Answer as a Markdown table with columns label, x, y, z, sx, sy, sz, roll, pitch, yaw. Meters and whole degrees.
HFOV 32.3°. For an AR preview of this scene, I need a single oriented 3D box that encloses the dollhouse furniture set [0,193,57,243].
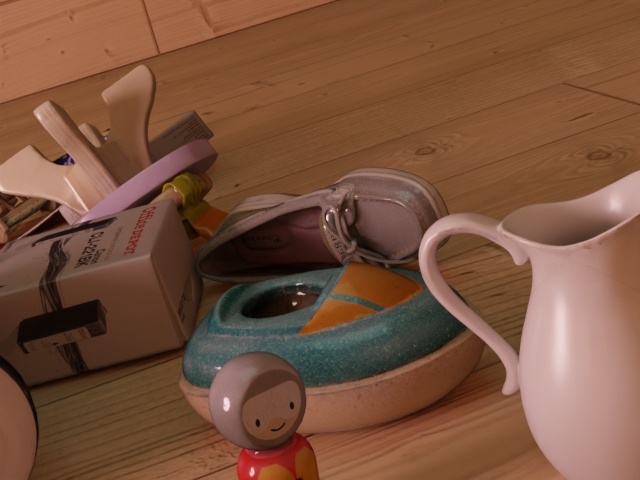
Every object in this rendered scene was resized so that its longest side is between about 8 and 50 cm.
| label | x | y | z | sx | sy | sz | roll | pitch | yaw |
| --- | --- | --- | --- | --- | --- | --- | --- | --- | --- |
| dollhouse furniture set | -0.531 | -0.025 | 1.738 | 0.182 | 0.101 | 0.161 | -42 | 4 | -40 |

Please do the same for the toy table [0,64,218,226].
| label | x | y | z | sx | sy | sz | roll | pitch | yaw |
| --- | --- | --- | --- | --- | --- | --- | --- | --- | --- |
| toy table | -0.290 | -0.092 | 1.445 | 0.274 | 0.160 | 0.252 | -35 | -3 | -11 |

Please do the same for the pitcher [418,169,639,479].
| label | x | y | z | sx | sy | sz | roll | pitch | yaw |
| --- | --- | --- | --- | --- | --- | --- | --- | --- | --- |
| pitcher | 0.167 | 0.068 | 0.750 | 0.178 | 0.207 | 0.125 | -6 | 22 | 26 |

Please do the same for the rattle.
| label | x | y | z | sx | sy | sz | roll | pitch | yaw |
| --- | --- | --- | --- | --- | --- | --- | --- | --- | --- |
| rattle | -0.193 | 0.015 | 1.425 | 0.200 | 0.143 | 0.130 | -45 | 13 | 15 |

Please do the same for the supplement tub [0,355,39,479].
| label | x | y | z | sx | sy | sz | roll | pitch | yaw |
| --- | --- | --- | --- | --- | --- | --- | --- | --- | --- |
| supplement tub | -0.394 | 0.135 | 0.971 | 0.194 | 0.193 | 0.316 | -27 | 27 | -29 |

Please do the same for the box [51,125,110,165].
| label | x | y | z | sx | sy | sz | roll | pitch | yaw |
| --- | --- | --- | --- | --- | --- | --- | --- | --- | --- |
| box | -0.397 | -0.125 | 1.833 | 0.169 | 0.059 | 0.054 | -33 | 5 | -11 |

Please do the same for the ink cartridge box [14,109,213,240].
| label | x | y | z | sx | sy | sz | roll | pitch | yaw |
| --- | --- | --- | --- | --- | --- | --- | --- | --- | --- |
| ink cartridge box | -0.321 | -0.084 | 1.740 | 0.239 | 0.060 | 0.275 | -33 | 9 | 32 |

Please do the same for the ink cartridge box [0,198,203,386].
| label | x | y | z | sx | sy | sz | roll | pitch | yaw |
| --- | --- | --- | --- | --- | --- | --- | --- | --- | --- |
| ink cartridge box | -0.282 | 0.063 | 1.227 | 0.273 | 0.114 | 0.197 | -14 | 19 | 4 |

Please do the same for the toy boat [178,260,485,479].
| label | x | y | z | sx | sy | sz | roll | pitch | yaw |
| --- | --- | --- | --- | --- | --- | --- | --- | --- | --- |
| toy boat | -0.007 | 0.098 | 0.884 | 0.268 | 0.148 | 0.318 | -9 | 20 | 16 |

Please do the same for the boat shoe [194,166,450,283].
| label | x | y | z | sx | sy | sz | roll | pitch | yaw |
| --- | --- | --- | --- | --- | --- | --- | --- | --- | --- |
| boat shoe | -0.002 | -0.002 | 1.211 | 0.321 | 0.118 | 0.103 | -3 | 29 | 40 |
